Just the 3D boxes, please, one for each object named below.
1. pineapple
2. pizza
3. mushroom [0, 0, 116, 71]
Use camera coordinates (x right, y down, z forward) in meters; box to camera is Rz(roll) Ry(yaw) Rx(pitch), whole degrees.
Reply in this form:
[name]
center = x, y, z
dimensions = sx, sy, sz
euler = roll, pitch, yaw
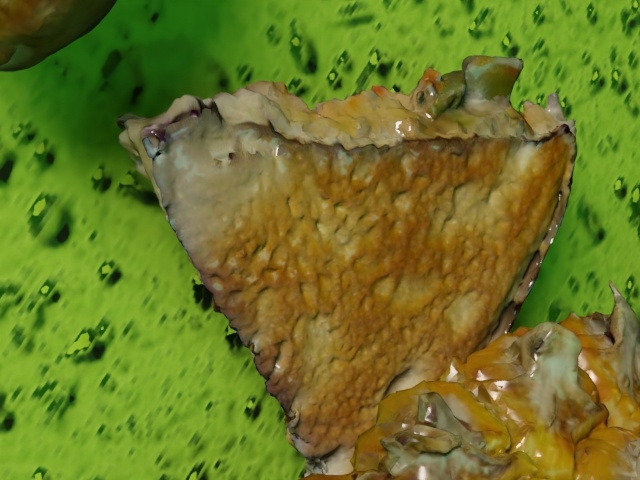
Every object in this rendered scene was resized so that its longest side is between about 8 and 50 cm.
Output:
[pineapple]
center = 0.042, 0.164, 0.471
dimensions = 0.334, 0.158, 0.161
euler = -49, 144, -8
[pizza]
center = 0.000, 0.000, 0.498
dimensions = 0.195, 0.052, 0.185
euler = 31, 87, -44
[mushroom]
center = -0.150, -0.171, 0.313
dimensions = 0.333, 0.087, 0.107
euler = 46, 66, -33
